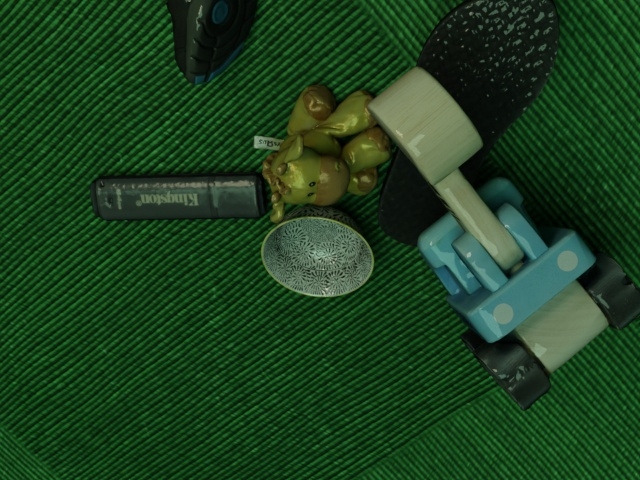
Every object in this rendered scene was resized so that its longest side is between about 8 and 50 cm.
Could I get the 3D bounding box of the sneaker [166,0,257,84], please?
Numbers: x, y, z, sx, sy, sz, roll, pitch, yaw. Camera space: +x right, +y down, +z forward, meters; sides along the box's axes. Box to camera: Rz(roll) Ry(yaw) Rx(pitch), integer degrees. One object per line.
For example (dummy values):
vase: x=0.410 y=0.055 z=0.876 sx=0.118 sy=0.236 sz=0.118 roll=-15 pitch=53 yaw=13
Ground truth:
sneaker: x=-0.170 y=-0.385 z=1.518 sx=0.139 sy=0.125 sz=0.341 roll=24 pitch=123 yaw=28

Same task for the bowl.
bowl: x=0.000 y=0.000 z=1.666 sx=0.170 sy=0.080 sz=0.170 roll=5 pitch=136 yaw=5

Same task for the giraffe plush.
giraffe plush: x=-0.011 y=-0.112 z=1.572 sx=0.210 sy=0.170 sz=0.181 roll=-8 pitch=114 yaw=14

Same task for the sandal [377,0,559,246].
sandal: x=0.189 y=-0.182 z=1.552 sx=0.167 sy=0.107 sz=0.446 roll=20 pitch=130 yaw=-5

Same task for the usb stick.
usb stick: x=-0.218 y=-0.067 z=1.701 sx=0.277 sy=0.045 sz=0.077 roll=0 pitch=116 yaw=11

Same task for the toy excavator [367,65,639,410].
toy excavator: x=0.213 y=-0.010 z=1.466 sx=0.222 sy=0.433 sz=0.445 roll=-40 pitch=92 yaw=1
